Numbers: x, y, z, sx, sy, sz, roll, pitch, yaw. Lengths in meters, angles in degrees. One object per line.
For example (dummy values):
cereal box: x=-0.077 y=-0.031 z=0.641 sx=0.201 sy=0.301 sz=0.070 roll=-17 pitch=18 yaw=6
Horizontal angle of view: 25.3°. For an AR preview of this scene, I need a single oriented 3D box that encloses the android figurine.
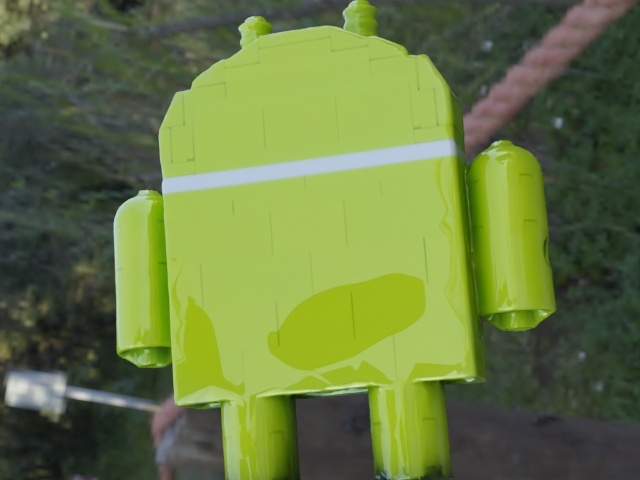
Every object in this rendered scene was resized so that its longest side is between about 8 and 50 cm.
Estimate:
android figurine: x=0.000 y=0.000 z=0.783 sx=0.056 sy=0.248 sz=0.272 roll=35 pitch=-132 yaw=-71
